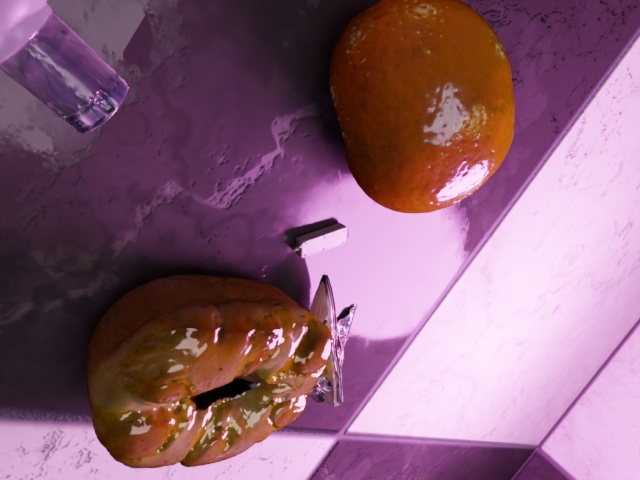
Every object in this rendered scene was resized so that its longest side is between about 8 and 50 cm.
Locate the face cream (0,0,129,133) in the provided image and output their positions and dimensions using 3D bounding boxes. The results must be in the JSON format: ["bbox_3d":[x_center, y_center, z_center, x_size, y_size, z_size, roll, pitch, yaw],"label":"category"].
[{"bbox_3d":[-0.233,-0.177,0.256,0.144,0.071,0.291,-50,136,-5],"label":"face cream"}]

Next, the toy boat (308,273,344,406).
[{"bbox_3d":[0.002,0.137,0.651,0.066,0.084,0.210,-8,120,-19],"label":"toy boat"}]

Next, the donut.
[{"bbox_3d":[-0.122,0.142,0.523,0.261,0.128,0.208,18,107,-44],"label":"donut"}]

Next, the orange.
[{"bbox_3d":[0.111,-0.125,0.495,0.179,0.158,0.237,-18,136,0],"label":"orange"}]

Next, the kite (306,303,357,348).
[{"bbox_3d":[0.005,0.144,0.714,0.139,0.011,0.156,-41,136,-12],"label":"kite"}]

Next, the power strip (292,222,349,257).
[{"bbox_3d":[0.000,0.000,0.603,0.083,0.017,0.027,-17,127,-30],"label":"power strip"}]
